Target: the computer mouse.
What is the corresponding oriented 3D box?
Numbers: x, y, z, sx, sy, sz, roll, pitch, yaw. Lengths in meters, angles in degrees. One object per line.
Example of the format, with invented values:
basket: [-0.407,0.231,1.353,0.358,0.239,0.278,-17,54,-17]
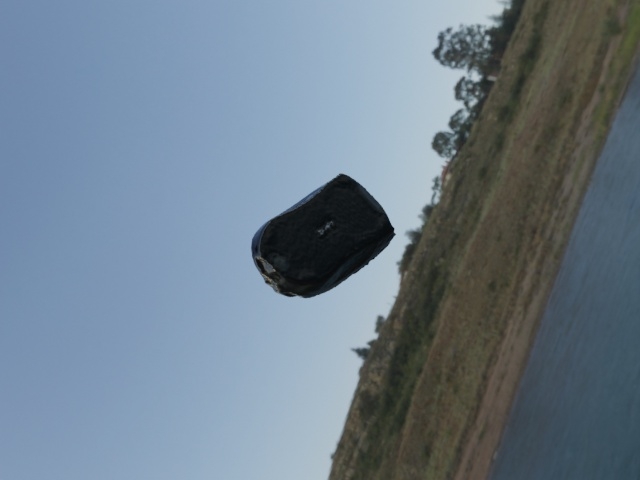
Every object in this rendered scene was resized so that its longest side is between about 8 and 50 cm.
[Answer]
computer mouse: [0.000,0.000,0.689,0.217,0.122,0.073,-34,-8,-34]
